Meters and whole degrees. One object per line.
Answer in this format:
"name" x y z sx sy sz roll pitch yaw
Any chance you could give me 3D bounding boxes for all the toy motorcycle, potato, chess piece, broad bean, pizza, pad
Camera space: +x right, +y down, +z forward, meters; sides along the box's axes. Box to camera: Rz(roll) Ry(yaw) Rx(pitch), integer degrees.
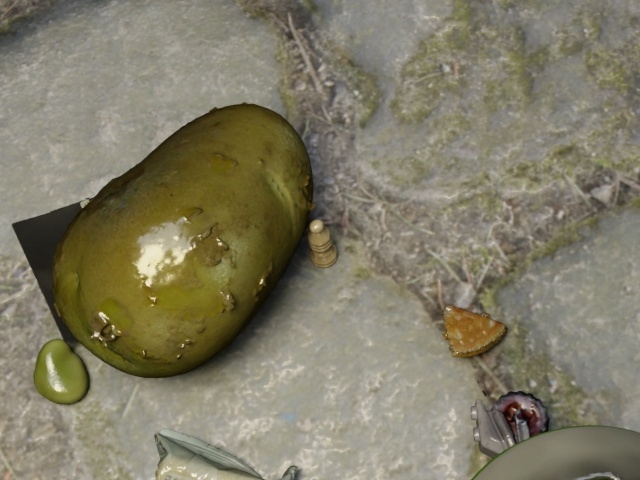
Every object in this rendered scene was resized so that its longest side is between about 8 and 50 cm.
"toy motorcycle" 0.198 0.271 1.080 0.122 0.080 0.215 -3 62 1
"potato" -0.142 -0.012 1.152 0.359 0.219 0.269 -49 31 -19
"chess piece" 0.000 0.000 1.214 0.035 0.092 0.035 -2 65 5
"broad bean" -0.315 0.159 1.203 0.063 0.045 0.083 -18 69 -24
"pizza" 0.174 0.106 1.186 0.083 0.025 0.078 -21 48 -23
"pad" -0.302 0.034 1.261 0.116 0.004 0.193 -20 64 -23

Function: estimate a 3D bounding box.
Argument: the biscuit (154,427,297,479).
"biscuit" -0.153 0.363 1.071 0.186 0.079 0.309 12 68 14

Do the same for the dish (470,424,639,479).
"dish" 0.272 0.346 0.948 0.324 0.124 0.324 0 87 4
